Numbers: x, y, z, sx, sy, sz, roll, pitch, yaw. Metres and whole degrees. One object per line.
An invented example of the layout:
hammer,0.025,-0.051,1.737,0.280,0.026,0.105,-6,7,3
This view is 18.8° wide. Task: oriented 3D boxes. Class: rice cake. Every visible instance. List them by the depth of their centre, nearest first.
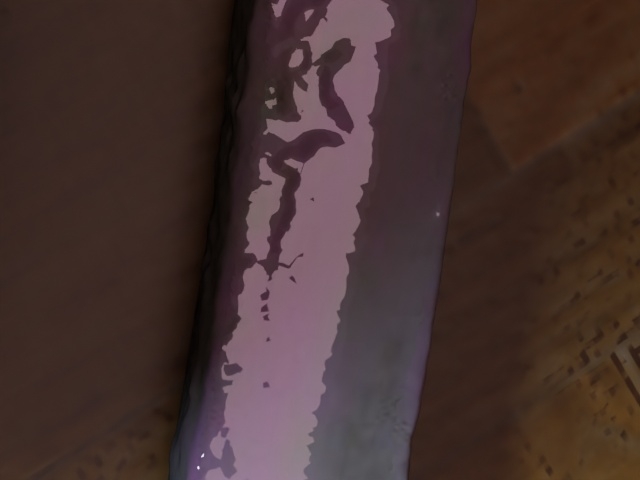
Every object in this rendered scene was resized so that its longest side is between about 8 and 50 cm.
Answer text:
rice cake,0.000,0.000,0.536,0.072,0.056,0.365,10,88,-14
